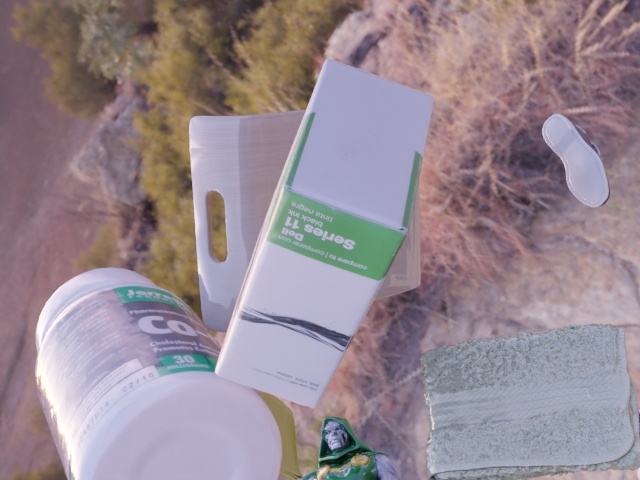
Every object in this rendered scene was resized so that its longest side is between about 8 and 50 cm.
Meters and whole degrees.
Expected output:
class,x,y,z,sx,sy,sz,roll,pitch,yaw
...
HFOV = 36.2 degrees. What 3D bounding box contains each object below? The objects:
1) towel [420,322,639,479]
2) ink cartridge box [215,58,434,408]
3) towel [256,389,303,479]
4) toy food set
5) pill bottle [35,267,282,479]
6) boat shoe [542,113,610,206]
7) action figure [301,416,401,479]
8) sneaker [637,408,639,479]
class,x,y,z,sx,sy,sz,roll,pitch,yaw
towel,0.142,0.112,0.677,0.148,0.027,0.110,-10,58,17
ink cartridge box,0.000,0.000,0.714,0.153,0.086,0.208,-75,6,-46
towel,-0.062,0.234,1.229,0.021,0.237,0.102,-9,66,11
toy food set,-0.005,-0.038,1.066,0.092,0.306,0.220,12,109,47
pill bottle,-0.197,0.168,1.066,0.204,0.204,0.361,-61,31,5
boat shoe,0.284,-0.085,1.062,0.046,0.038,0.125,-49,47,28
action figure,0.031,0.223,0.670,0.137,0.063,0.232,-20,48,6
sneaker,0.680,0.430,2.069,0.086,0.226,0.163,-30,59,10
